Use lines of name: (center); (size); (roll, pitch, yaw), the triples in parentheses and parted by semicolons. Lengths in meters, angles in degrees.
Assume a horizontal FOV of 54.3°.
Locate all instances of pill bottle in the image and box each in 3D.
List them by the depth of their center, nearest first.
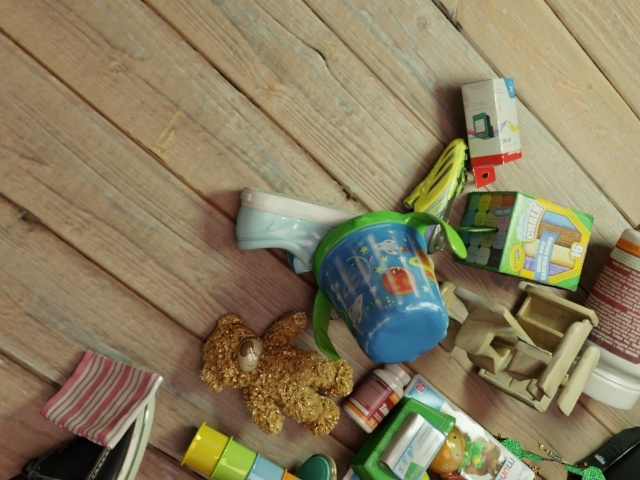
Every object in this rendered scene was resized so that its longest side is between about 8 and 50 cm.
pill bottle: (0.126, 0.340, 1.369); (0.152, 0.086, 0.086); (-46, 109, -11)
pill bottle: (0.748, 0.190, 1.497); (0.224, 0.224, 0.392); (18, 104, -22)

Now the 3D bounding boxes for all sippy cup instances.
sippy cup: (0.125, 0.102, 1.177); (0.240, 0.224, 0.306); (-2, 132, -19)

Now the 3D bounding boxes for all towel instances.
towel: (-0.387, 0.273, 1.095); (0.144, 0.197, 0.029); (-58, 141, -32)

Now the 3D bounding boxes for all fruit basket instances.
fruit basket: (0.259, 0.518, 1.338); (0.353, 0.165, 0.327); (39, 65, 7)

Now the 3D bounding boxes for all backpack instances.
backpack: (0.844, 0.619, 1.595); (0.263, 0.276, 0.213); (-47, 114, -18)

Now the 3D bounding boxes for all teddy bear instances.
teddy bear: (-0.075, 0.274, 1.273); (0.245, 0.113, 0.338); (-46, 109, -14)

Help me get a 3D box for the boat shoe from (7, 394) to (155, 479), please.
boat shoe: (-0.468, 0.454, 1.097); (0.156, 0.187, 0.500); (38, 86, -26)

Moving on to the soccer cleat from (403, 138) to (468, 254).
soccer cleat: (0.248, -0.107, 1.378); (0.289, 0.121, 0.093); (-69, 156, -16)

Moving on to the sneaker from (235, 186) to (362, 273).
sneaker: (0.000, 0.000, 1.278); (0.365, 0.135, 0.150); (14, 98, -14)

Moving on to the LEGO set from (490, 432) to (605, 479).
LEGO set: (0.500, 0.618, 1.519); (0.331, 0.192, 0.255); (13, 71, -9)

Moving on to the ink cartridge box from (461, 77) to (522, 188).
ink cartridge box: (0.389, -0.241, 1.397); (0.134, 0.078, 0.231); (-21, 104, -52)

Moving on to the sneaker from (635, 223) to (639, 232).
sneaker: (0.861, 0.024, 1.642); (0.225, 0.088, 0.093); (-45, 113, -2)

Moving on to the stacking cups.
stacking cups: (-0.116, 0.473, 1.220); (0.316, 0.096, 0.096); (30, 83, 2)

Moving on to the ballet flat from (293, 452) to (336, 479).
ballet flat: (-0.046, 0.618, 1.323); (0.123, 0.123, 0.349); (30, 83, -21)

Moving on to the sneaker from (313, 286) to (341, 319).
sneaker: (0.042, 0.148, 1.345); (0.135, 0.052, 0.058); (31, 93, -14)

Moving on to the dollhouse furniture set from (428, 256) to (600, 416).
dollhouse furniture set: (0.423, 0.177, 1.342); (0.256, 0.362, 0.394); (-57, 137, -9)

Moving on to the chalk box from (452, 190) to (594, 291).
chalk box: (0.431, -0.010, 1.410); (0.288, 0.180, 0.179); (15, 89, -23)
